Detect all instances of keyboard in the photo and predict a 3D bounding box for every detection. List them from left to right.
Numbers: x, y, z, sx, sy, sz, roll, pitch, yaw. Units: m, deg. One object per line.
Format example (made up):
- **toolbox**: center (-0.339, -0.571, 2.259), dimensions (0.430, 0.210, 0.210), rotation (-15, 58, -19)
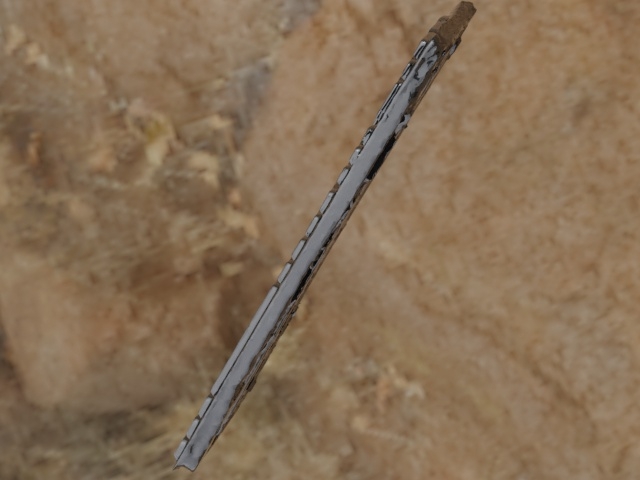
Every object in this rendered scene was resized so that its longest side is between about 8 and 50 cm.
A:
- **keyboard**: center (0.000, 0.000, 0.789), dimensions (0.017, 0.087, 0.250), rotation (31, 115, 2)
